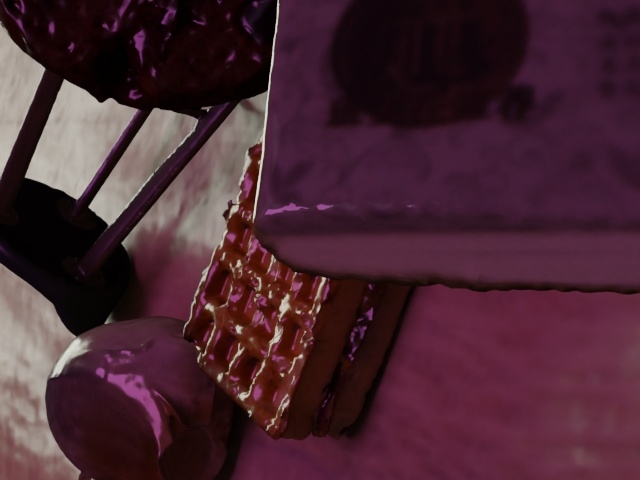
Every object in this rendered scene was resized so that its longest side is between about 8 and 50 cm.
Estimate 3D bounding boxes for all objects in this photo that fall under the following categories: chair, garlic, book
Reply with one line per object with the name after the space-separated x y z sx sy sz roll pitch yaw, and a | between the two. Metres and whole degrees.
-0.103 -0.058 0.869 0.221 0.095 0.104 -59 23 25 | chair
-0.094 0.076 0.820 0.152 0.066 0.084 -7 72 54 | garlic
0.117 -0.148 0.446 0.239 0.035 0.352 0 64 14 | book

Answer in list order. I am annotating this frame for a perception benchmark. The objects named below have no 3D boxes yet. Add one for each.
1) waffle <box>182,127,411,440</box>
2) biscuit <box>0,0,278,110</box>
0.000 0.000 0.728 0.102 0.042 0.148 33 105 56 | waffle
-0.061 -0.149 0.778 0.049 0.192 0.192 80 -157 -86 | biscuit
